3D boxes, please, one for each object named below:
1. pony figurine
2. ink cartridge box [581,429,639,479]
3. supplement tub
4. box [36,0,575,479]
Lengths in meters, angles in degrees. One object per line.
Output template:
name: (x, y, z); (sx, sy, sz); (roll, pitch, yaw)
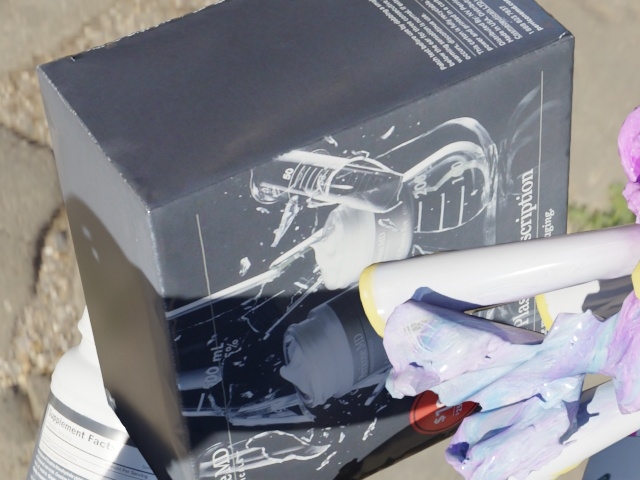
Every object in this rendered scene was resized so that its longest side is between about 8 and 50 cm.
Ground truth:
pony figurine: (0.208, 0.005, 0.732); (0.363, 0.351, 0.302); (-21, 76, 31)
ink cartridge box: (0.314, 0.199, 1.324); (0.239, 0.060, 0.275); (-5, 33, 28)
supplement tub: (-0.153, 0.200, 1.517); (0.191, 0.191, 0.272); (17, 98, 6)
box: (0.000, 0.000, 1.249); (0.312, 0.343, 0.179); (-23, 46, -18)
